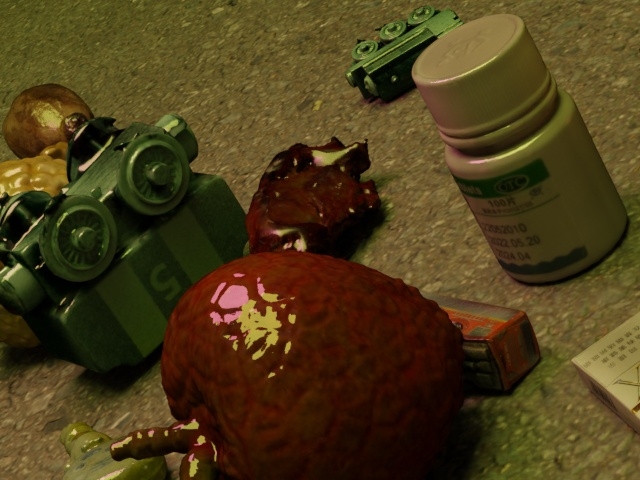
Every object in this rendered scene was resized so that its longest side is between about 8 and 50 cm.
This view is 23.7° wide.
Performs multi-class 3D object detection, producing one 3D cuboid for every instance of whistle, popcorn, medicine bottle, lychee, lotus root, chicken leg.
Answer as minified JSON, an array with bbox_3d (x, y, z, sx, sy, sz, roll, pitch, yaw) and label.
[{"bbox_3d":[-0.219,0.228,1.537,0.104,0.057,0.198,-28,16,-19],"label":"whistle"},{"bbox_3d":[-0.353,-0.001,1.877,0.205,0.237,0.251,12,51,13],"label":"popcorn"},{"bbox_3d":[0.187,-0.087,1.450,0.139,0.237,0.139,-25,27,14],"label":"medicine bottle"},{"bbox_3d":[-0.026,0.128,1.284,0.300,0.255,0.255,-16,17,-28],"label":"lychee"},{"bbox_3d":[-0.419,-0.176,2.392,0.138,0.138,0.214,-39,28,-17],"label":"lotus root"},{"bbox_3d":[0.000,0.000,1.673,0.158,0.096,0.407,-10,28,-2],"label":"chicken leg"}]

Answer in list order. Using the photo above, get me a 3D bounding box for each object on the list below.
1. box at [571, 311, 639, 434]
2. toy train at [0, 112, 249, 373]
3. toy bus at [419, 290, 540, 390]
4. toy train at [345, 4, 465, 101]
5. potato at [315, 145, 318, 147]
[{"bbox_3d":[0.274,0.114,1.221,0.084,0.040,0.154,-32,24,-6],"label":"box"},{"bbox_3d":[-0.226,0.003,1.726,0.299,0.238,0.167,-44,30,-23],"label":"toy train"},{"bbox_3d":[0.115,0.090,1.413,0.077,0.065,0.192,-32,23,-29],"label":"toy bus"},{"bbox_3d":[0.116,-0.245,2.013,0.170,0.071,0.111,-31,33,-1],"label":"toy train"},{"bbox_3d":[-0.003,-0.088,1.889,0.036,0.037,0.093,0,38,39],"label":"potato"}]
